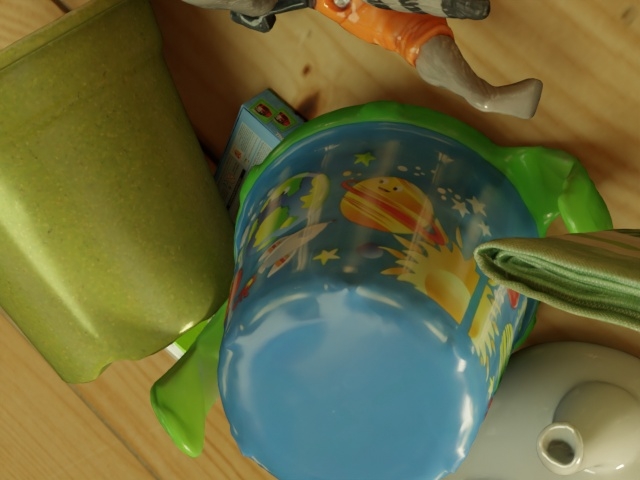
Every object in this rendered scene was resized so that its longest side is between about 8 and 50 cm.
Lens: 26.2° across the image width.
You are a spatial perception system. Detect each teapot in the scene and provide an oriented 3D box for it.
[{"bbox_3d":[0.175,0.214,1.013,0.252,0.187,0.256,-16,109,49],"label":"teapot"}]

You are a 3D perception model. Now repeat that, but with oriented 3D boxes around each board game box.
[{"bbox_3d":[0.000,0.000,1.128,0.211,0.039,0.160,43,141,12],"label":"board game box"}]

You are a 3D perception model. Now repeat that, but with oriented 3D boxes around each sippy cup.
[{"bbox_3d":[0.034,0.052,0.927,0.240,0.224,0.306,23,118,-1],"label":"sippy cup"}]

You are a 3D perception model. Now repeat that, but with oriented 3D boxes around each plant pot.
[{"bbox_3d":[-0.192,-0.036,1.097,0.276,0.276,0.254,-15,109,49],"label":"plant pot"}]

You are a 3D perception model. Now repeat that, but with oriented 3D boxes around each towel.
[{"bbox_3d":[0.263,0.036,0.699,0.247,0.324,0.038,18,102,35],"label":"towel"}]

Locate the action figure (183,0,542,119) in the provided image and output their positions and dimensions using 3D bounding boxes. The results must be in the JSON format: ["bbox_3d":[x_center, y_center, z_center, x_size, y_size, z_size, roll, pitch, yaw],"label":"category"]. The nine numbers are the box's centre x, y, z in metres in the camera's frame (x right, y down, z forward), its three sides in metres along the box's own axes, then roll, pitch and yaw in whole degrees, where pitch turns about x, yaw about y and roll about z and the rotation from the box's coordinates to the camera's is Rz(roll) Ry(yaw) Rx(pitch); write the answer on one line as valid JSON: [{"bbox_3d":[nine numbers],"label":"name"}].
[{"bbox_3d":[-0.015,-0.239,0.854,0.330,0.178,0.341,15,132,23],"label":"action figure"}]

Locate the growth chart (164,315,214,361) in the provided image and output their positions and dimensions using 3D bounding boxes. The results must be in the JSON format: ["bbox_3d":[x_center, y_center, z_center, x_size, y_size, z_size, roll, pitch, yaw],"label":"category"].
[{"bbox_3d":[-0.135,0.034,1.303,0.172,0.021,0.237,36,140,16],"label":"growth chart"}]
